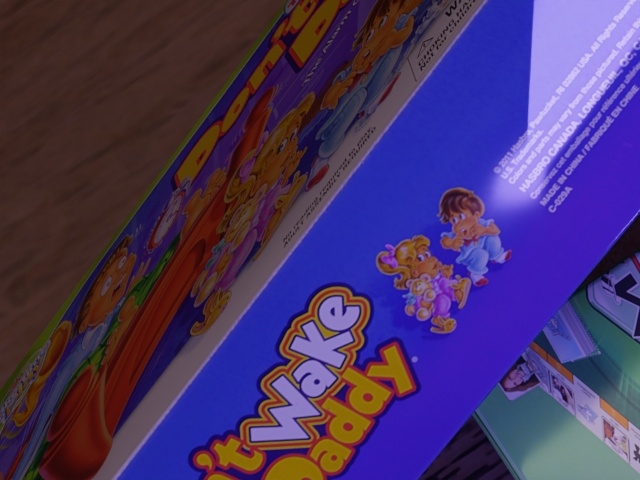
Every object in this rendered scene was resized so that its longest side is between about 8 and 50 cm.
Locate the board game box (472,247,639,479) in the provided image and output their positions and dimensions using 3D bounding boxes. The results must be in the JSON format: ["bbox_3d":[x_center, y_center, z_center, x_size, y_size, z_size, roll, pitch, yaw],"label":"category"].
[{"bbox_3d":[0.209,0.110,0.574,0.213,0.046,0.317,-34,65,4],"label":"board game box"}]

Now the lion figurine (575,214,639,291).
[{"bbox_3d":[0.205,0.027,0.714,0.240,0.142,0.392,-34,70,-8],"label":"lion figurine"}]

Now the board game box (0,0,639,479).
[{"bbox_3d":[0.000,0.000,0.683,0.347,0.078,0.233,-52,16,15],"label":"board game box"}]
